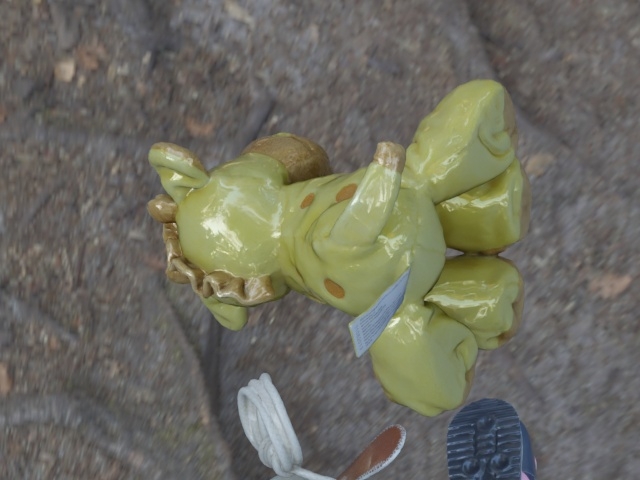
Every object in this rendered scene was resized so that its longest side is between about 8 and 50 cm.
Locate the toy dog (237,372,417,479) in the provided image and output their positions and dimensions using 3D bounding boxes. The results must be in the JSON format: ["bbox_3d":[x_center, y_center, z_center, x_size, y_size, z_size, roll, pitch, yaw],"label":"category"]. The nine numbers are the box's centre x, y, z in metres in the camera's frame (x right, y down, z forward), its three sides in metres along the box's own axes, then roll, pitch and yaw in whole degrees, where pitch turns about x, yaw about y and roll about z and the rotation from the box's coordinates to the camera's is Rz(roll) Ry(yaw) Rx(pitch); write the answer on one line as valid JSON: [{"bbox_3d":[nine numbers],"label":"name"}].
[{"bbox_3d":[0.066,0.248,1.445,0.161,0.220,0.334,-16,33,-20],"label":"toy dog"}]

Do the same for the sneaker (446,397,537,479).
[{"bbox_3d":[0.187,0.332,1.787,0.112,0.131,0.319,-4,52,24],"label":"sneaker"}]

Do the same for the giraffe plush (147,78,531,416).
[{"bbox_3d":[0.000,0.000,0.930,0.170,0.210,0.181,10,107,31],"label":"giraffe plush"}]
